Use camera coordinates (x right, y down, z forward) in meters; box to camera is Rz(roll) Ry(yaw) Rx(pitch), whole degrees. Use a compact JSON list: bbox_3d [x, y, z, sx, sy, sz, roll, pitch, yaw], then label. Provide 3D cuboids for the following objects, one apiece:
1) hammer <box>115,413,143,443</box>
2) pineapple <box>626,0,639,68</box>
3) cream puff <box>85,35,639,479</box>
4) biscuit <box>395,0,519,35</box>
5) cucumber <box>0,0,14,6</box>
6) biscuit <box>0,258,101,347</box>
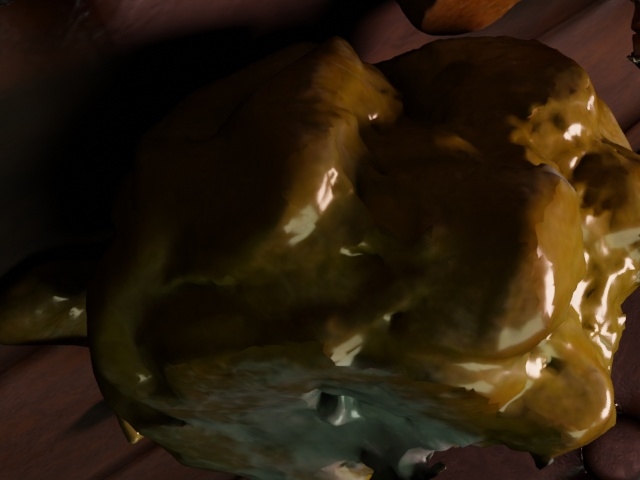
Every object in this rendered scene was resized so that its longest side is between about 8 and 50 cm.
[{"bbox_3d":[-0.081,0.121,1.207,0.226,0.041,0.159,-24,176,-13],"label":"hammer"},{"bbox_3d":[0.354,-0.195,0.797,0.262,0.262,0.272,-24,161,-30],"label":"pineapple"},{"bbox_3d":[0.015,-0.008,0.749,0.274,0.270,0.323,31,142,-30],"label":"cream puff"},{"bbox_3d":[0.146,-0.223,0.671,0.183,0.047,0.320,-28,164,-28],"label":"biscuit"},{"bbox_3d":[-0.121,-0.109,0.431,0.300,0.072,0.072,-20,160,-38],"label":"cucumber"},{"bbox_3d":[-0.116,0.014,0.872,0.183,0.039,0.174,-37,162,10],"label":"biscuit"}]
